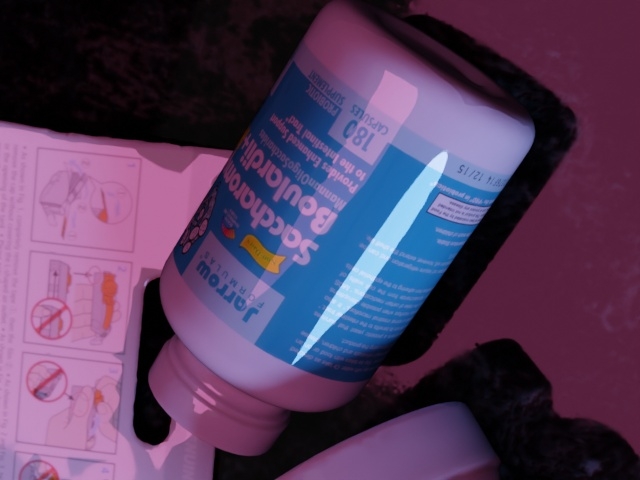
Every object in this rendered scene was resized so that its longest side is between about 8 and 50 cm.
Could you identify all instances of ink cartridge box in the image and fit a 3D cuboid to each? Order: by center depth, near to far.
[{"bbox_3d":[-0.254,0.061,0.929,0.384,0.091,0.308,6,98,3],"label":"ink cartridge box"}]

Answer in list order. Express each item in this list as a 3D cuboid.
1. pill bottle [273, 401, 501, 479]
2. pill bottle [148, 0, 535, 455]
[{"bbox_3d":[0.094,0.287,0.711,0.210,0.210,0.363,-35,69,20],"label":"pill bottle"},{"bbox_3d":[0.000,0.000,0.772,0.146,0.146,0.264,37,107,14],"label":"pill bottle"}]
